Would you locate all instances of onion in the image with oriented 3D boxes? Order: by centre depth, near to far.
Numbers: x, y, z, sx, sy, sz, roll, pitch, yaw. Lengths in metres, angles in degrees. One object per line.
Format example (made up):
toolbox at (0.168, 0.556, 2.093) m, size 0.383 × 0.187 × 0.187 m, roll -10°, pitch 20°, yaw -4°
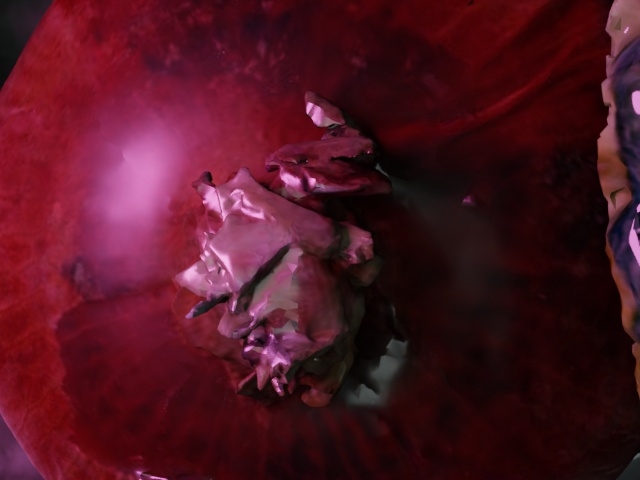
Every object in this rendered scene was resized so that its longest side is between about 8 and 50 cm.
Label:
onion at (0.000, 0.000, 0.782) m, size 0.348 × 0.285 × 0.347 m, roll 0°, pitch 93°, yaw 6°

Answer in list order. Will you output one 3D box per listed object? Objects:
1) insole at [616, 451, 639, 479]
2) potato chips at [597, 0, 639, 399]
insole at (0.108, 0.188, 0.960) m, size 0.232 × 0.003 × 0.080 m, roll -38°, pitch 99°, yaw 11°
potato chips at (0.266, -0.014, 0.791) m, size 0.429 × 0.070 × 0.358 m, roll 40°, pitch 78°, yaw -28°
